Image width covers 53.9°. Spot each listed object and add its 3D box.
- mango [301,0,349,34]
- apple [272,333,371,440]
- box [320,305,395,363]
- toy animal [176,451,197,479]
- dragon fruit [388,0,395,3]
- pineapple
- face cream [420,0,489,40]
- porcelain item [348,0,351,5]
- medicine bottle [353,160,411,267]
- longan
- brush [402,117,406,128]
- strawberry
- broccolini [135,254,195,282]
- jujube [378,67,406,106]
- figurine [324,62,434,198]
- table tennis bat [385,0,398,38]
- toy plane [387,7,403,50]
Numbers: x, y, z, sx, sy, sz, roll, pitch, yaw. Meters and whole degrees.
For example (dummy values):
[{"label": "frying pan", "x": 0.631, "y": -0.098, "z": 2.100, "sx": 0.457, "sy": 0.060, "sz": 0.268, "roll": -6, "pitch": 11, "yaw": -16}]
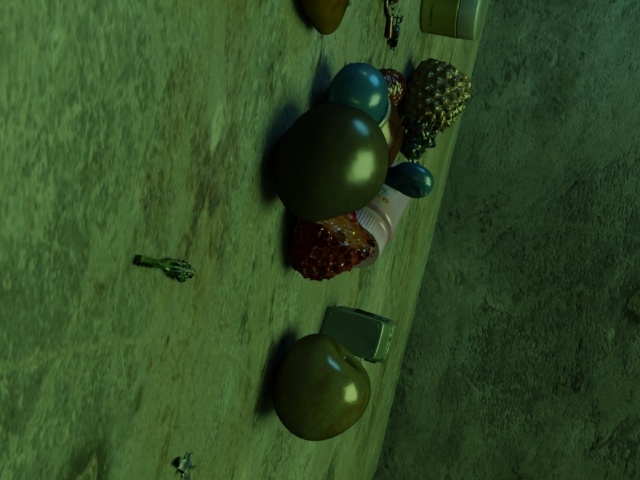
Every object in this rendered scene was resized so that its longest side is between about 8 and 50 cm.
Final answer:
[{"label": "mango", "x": 0.012, "y": -0.459, "z": 1.187, "sx": 0.111, "sy": 0.090, "sz": 0.163, "roll": -64, "pitch": 172, "yaw": 3}, {"label": "apple", "x": -0.005, "y": 0.374, "z": 1.599, "sx": 0.234, "sy": 0.257, "sz": 0.257, "roll": -46, "pitch": 166, "yaw": 11}, {"label": "box", "x": 0.111, "y": 0.282, "z": 1.909, "sx": 0.129, "sy": 0.210, "sz": 0.147, "roll": 26, "pitch": 79, "yaw": -65}, {"label": "toy animal", "x": -0.255, "y": 0.433, "z": 1.215, "sx": 0.050, "sy": 0.028, "sz": 0.084, "roll": -51, "pitch": 153, "yaw": -34}, {"label": "dragon fruit", "x": 0.230, "y": -0.702, "z": 1.530, "sx": 0.218, "sy": 0.148, "sz": 0.223, "roll": -13, "pitch": 115, "yaw": -67}, {"label": "pineapple", "x": 0.344, "y": -0.400, "z": 2.080, "sx": 0.357, "sy": 0.223, "sz": 0.223, "roll": -65, "pitch": 162, "yaw": 2}, {"label": "face cream", "x": 0.444, "y": -0.779, "z": 2.066, "sx": 0.218, "sy": 0.179, "sz": 0.218, "roll": 15, "pitch": 90, "yaw": -72}, {"label": "porcelain item", "x": 0.046, "y": -0.517, "z": 1.334, "sx": 0.083, "sy": 0.028, "sz": 0.036, "roll": -19, "pitch": 106, "yaw": -67}, {"label": "medicine bottle", "x": 0.131, "y": -0.079, "z": 1.714, "sx": 0.178, "sy": 0.178, "sz": 0.290, "roll": 88, "pitch": 26, "yaw": -44}, {"label": "longan", "x": 0.021, "y": -0.148, "z": 1.261, "sx": 0.248, "sy": 0.248, "sz": 0.248, "roll": 15, "pitch": 90, "yaw": -72}, {"label": "brush", "x": 0.300, "y": -0.420, "z": 2.207, "sx": 0.090, "sy": 0.017, "sz": 0.314, "roll": 69, "pitch": 41, "yaw": -58}, {"label": "strawberry", "x": 0.000, "y": 0.000, "z": 1.461, "sx": 0.178, "sy": 0.234, "sz": 0.234, "roll": -48, "pitch": 172, "yaw": 22}, {"label": "broccolini", "x": -0.239, "y": 0.043, "z": 0.957, "sx": 0.035, "sy": 0.030, "sz": 0.140, "roll": -40, "pitch": 161, "yaw": 11}, {"label": "jujube", "x": 0.160, "y": -0.392, "z": 1.649, "sx": 0.176, "sy": 0.109, "sz": 0.112, "roll": -31, "pitch": 129, "yaw": -60}, {"label": "figurine", "x": 0.099, "y": -0.235, "z": 1.493, "sx": 0.298, "sy": 0.243, "sz": 0.416, "roll": -58, "pitch": 137, "yaw": -18}, {"label": "table tennis bat", "x": 0.190, "y": -0.626, "z": 1.701, "sx": 0.098, "sy": 0.019, "sz": 0.154, "roll": -45, "pitch": 144, "yaw": -55}, {"label": "toy plane", "x": 0.211, "y": -0.590, "z": 1.767, "sx": 0.049, "sy": 0.031, "sz": 0.120, "roll": -55, "pitch": 157, "yaw": -58}]
